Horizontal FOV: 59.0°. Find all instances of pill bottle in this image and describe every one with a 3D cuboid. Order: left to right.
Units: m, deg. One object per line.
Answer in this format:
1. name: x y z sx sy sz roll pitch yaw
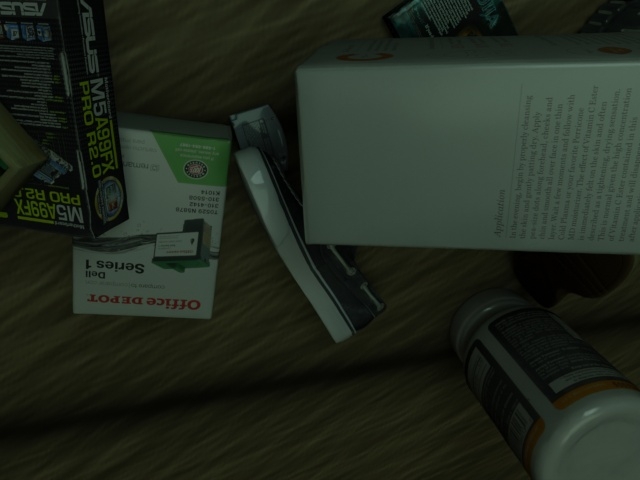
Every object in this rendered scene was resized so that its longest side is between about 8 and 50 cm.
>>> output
1. pill bottle: 0.284 0.183 0.735 0.162 0.278 0.162 -4 114 -10

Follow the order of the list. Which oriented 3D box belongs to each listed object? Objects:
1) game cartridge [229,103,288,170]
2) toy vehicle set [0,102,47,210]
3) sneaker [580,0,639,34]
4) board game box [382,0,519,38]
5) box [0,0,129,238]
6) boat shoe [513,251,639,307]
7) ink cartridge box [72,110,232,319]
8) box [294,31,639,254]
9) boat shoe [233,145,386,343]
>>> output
1. game cartridge: -0.069 -0.117 0.672 0.056 0.017 0.083 -16 116 -1
2. toy vehicle set: -0.378 -0.125 0.489 0.166 0.035 0.267 -35 98 27
3. sneaker: 0.363 -0.202 0.704 0.229 0.086 0.132 -46 132 4
4. board game box: 0.173 -0.221 0.673 0.126 0.026 0.186 -35 116 3
5. box: -0.322 -0.126 0.526 0.270 0.060 0.216 7 115 15
6. boat shoe: 0.322 0.013 0.700 0.089 0.285 0.105 -33 79 -5
7. ink cartridge box: -0.191 -0.025 0.643 0.160 0.092 0.219 4 112 -13
8. box: 0.167 -0.107 0.561 0.345 0.215 0.168 2 115 10
9. boat shoe: 0.000 0.000 0.688 0.102 0.108 0.301 -30 121 -2
